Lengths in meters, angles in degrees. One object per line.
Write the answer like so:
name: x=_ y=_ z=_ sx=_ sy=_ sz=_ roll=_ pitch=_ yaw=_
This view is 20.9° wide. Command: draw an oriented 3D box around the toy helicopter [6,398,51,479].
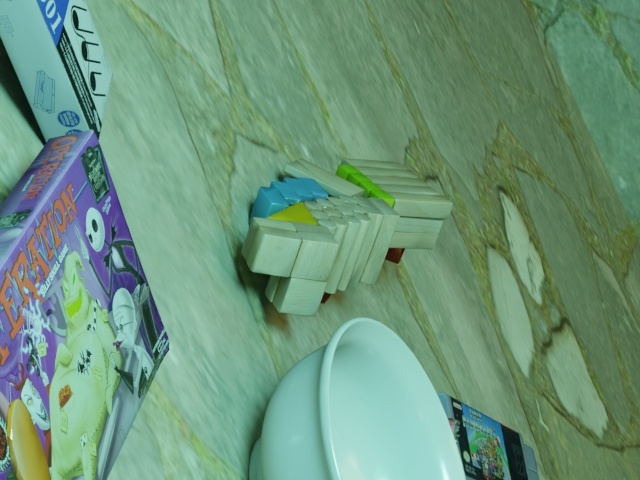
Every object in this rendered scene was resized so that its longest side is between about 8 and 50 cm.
toy helicopter: x=-0.203 y=0.187 z=1.003 sx=0.355 sy=0.235 sz=0.140 roll=35 pitch=41 yaw=-55

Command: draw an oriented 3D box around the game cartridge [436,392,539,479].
game cartridge: x=0.192 y=0.315 z=2.046 sx=0.355 sy=0.068 sz=0.230 roll=32 pitch=48 yaw=-57

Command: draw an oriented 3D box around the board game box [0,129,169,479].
board game box: x=-0.200 y=0.082 z=1.277 sx=0.347 sy=0.056 sz=0.208 roll=-71 pitch=144 yaw=-60

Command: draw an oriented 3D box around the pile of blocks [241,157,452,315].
pile of blocks: x=0.000 y=0.000 z=1.830 sx=0.362 sy=0.149 sz=0.113 roll=-19 pitch=133 yaw=-59

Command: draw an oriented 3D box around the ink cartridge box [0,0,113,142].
ink cartridge box: x=-0.225 y=-0.179 z=1.416 sx=0.207 sy=0.046 sz=0.097 roll=73 pitch=16 yaw=-45

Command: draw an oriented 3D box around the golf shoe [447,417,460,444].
golf shoe: x=0.090 y=0.268 z=1.852 sx=0.067 sy=0.086 sz=0.186 roll=100 pitch=6 yaw=-59

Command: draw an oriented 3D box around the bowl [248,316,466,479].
bowl: x=0.024 y=0.230 z=1.624 sx=0.298 sy=0.134 sz=0.298 roll=47 pitch=33 yaw=-44
